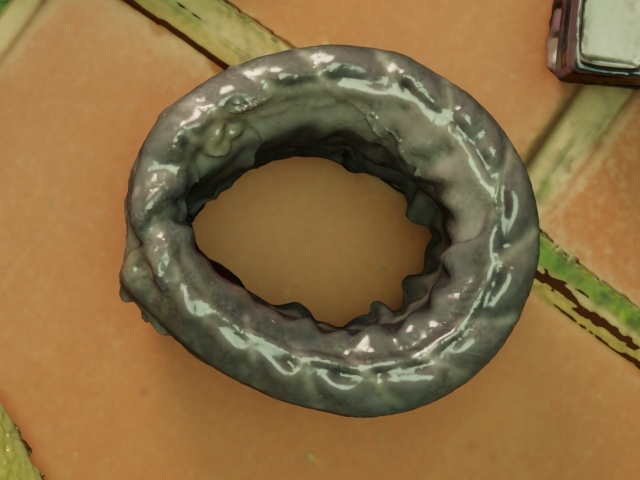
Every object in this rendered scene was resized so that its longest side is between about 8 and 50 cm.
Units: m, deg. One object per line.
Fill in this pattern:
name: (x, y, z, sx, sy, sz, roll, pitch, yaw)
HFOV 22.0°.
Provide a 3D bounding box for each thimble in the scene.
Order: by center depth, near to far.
thimble: (0.000, 0.000, 0.959, 0.236, 0.172, 0.205, -3, 86, -7)

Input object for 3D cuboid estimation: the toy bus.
toy bus: (0.283, -0.124, 1.012, 0.274, 0.112, 0.090, 8, 88, -5)

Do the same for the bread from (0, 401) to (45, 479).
bread: (-0.216, 0.237, 0.968, 0.178, 0.142, 0.266, -29, 90, 10)
